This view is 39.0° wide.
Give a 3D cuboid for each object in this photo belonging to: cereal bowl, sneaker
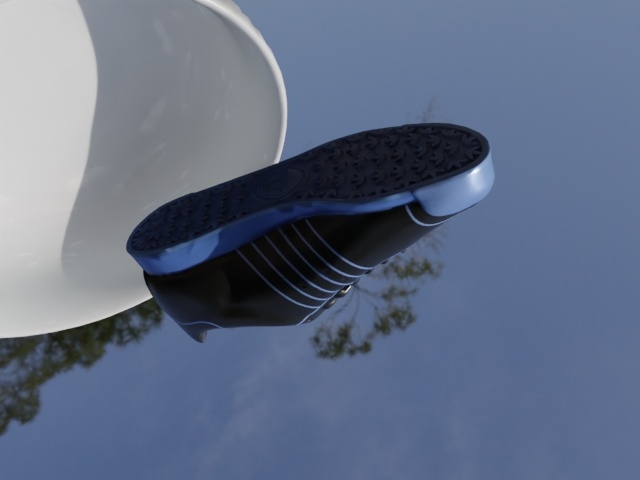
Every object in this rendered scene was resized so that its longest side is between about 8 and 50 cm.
[{"bbox_3d":[-0.204,-0.087,0.680,0.339,0.339,0.141,-28,-123,-10],"label":"cereal bowl"},{"bbox_3d":[0.000,0.000,0.557,0.232,0.090,0.081,-14,-145,18],"label":"sneaker"}]
